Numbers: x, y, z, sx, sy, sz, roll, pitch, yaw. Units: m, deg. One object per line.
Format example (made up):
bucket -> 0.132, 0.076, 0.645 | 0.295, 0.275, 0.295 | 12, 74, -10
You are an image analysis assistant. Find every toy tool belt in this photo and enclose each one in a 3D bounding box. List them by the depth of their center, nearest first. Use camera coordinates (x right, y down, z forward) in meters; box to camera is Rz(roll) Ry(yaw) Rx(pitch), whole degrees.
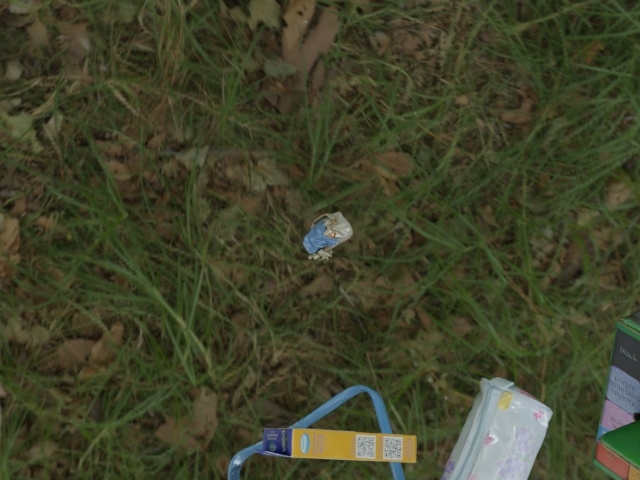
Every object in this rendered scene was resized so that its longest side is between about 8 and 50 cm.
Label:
toy tool belt -> 0.000, 0.000, 1.028 | 0.052, 0.051, 0.083 | 51, 131, 5

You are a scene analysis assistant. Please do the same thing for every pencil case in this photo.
pencil case -> 0.234, 0.338, 1.148 | 0.124, 0.113, 0.273 | 29, 84, -24

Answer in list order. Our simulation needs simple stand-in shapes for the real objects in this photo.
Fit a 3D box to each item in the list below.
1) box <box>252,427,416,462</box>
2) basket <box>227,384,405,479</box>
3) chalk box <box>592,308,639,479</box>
box -> 0.009, 0.185, 0.716 | 0.136, 0.081, 0.028 | 11, 73, -20
basket -> 0.013, 0.361, 1.009 | 0.254, 0.289, 0.201 | -36, 141, 20
chalk box -> 0.371, 0.151, 0.700 | 0.288, 0.180, 0.179 | -23, 126, -28
